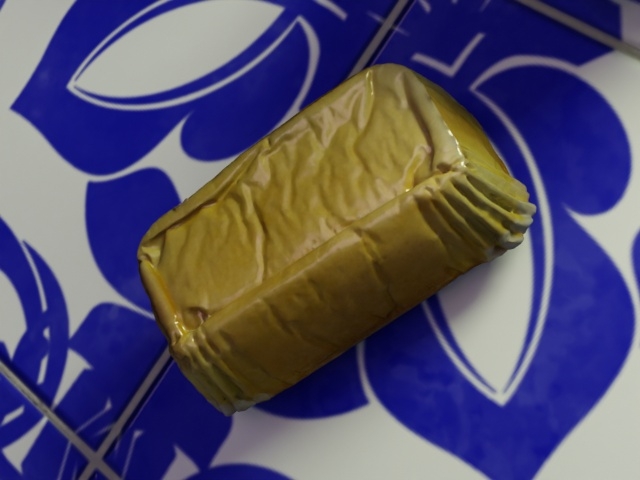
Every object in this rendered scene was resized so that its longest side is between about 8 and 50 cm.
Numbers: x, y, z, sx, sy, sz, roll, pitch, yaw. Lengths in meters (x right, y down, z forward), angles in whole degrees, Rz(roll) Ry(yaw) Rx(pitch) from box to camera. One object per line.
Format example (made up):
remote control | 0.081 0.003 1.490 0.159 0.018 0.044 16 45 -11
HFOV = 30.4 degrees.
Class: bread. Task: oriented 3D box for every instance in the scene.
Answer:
bread | 0.000 0.000 0.864 0.288 0.119 0.152 -35 59 14
